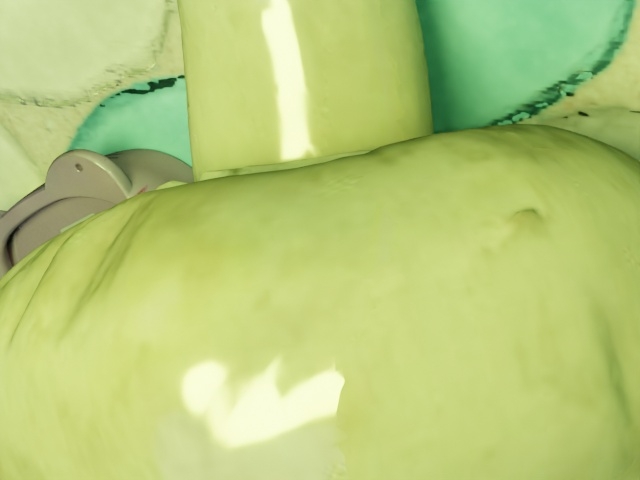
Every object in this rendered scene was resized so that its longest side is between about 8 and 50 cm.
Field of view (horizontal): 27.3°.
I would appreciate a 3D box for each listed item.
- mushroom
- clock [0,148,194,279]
[{"bbox_3d":[0.015,0.030,0.531,0.315,0.315,0.356,21,132,10],"label":"mushroom"},{"bbox_3d":[-0.123,0.000,0.735,0.152,0.050,0.110,-27,110,38],"label":"clock"}]
